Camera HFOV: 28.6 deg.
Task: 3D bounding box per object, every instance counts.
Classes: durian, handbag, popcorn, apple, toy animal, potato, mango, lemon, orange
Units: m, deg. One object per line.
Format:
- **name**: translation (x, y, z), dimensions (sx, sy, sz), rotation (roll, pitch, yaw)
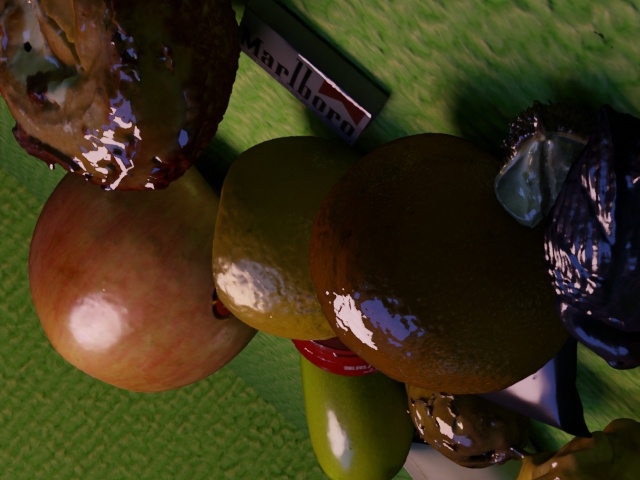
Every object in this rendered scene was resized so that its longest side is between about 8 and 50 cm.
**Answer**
- **durian**: translation (0.195, -0.076, 1.059), dimensions (0.110, 0.071, 0.140), rotation (-9, 138, 15)
- **handbag**: translation (0.246, 0.351, 1.977), dimensions (0.237, 0.160, 0.358), rotation (13, 150, 45)
- **popcorn**: translation (0.321, 0.336, 1.468), dimensions (0.281, 0.316, 0.297), rotation (44, 155, 27)
- **apple**: translation (-0.261, 0.046, 1.944), dimensions (0.391, 0.346, 0.391), rotation (45, -173, -7)
- **toy animal**: translation (0.259, 0.001, 0.978), dimensions (0.185, 0.122, 0.298), rotation (12, 145, 33)
- **handbag**: translation (0.203, 0.098, 1.438), dimensions (0.254, 0.089, 0.211), rotation (18, 125, 50)
- **potato**: translation (0.194, 0.216, 1.663), dimensions (0.173, 0.140, 0.300), rotation (43, -175, -8)
- **mango**: translation (0.047, 0.185, 1.809), dimensions (0.192, 0.156, 0.343), rotation (139, 122, -72)
- **lemon**: translation (0.000, 0.000, 1.465), dimensions (0.219, 0.240, 0.240), rotation (10, 156, 12)
- **orange**: translation (0.125, 0.025, 1.201), dimensions (0.264, 0.264, 0.264), rotation (37, 164, 12)

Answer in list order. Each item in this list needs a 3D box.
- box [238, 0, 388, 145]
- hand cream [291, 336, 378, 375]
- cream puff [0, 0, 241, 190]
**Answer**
- **box**: translation (-0.014, -0.182, 1.345), dimensions (0.177, 0.036, 0.115), rotation (41, 164, 1)
- **hand cream**: translation (0.041, 0.074, 1.636), dimensions (0.193, 0.193, 0.125), rotation (36, 166, 16)
- **cream puff**: translation (-0.217, -0.218, 1.339), dimensions (0.350, 0.229, 0.350), rotation (19, 119, 38)
